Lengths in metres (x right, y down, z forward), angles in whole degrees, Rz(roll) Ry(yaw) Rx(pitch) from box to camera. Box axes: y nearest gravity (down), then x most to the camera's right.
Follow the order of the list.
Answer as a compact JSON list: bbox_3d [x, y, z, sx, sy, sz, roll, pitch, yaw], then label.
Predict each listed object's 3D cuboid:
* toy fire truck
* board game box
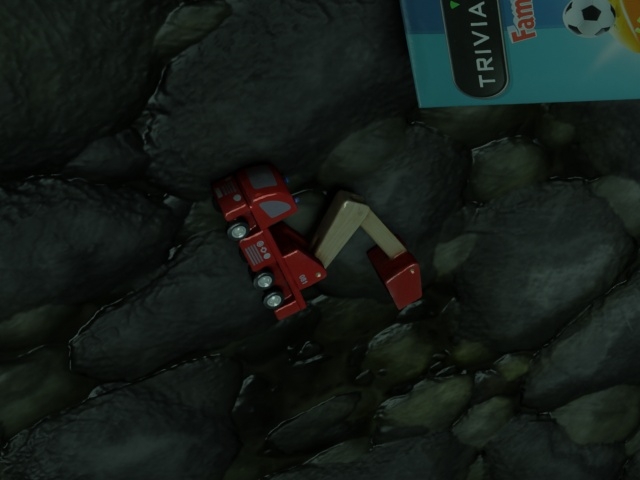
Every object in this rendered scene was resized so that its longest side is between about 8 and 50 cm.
[{"bbox_3d":[0.000,0.000,1.233,0.135,0.047,0.192,-27,132,-2],"label":"toy fire truck"},{"bbox_3d":[0.220,-0.219,1.028,0.336,0.079,0.254,-2,134,14],"label":"board game box"}]
